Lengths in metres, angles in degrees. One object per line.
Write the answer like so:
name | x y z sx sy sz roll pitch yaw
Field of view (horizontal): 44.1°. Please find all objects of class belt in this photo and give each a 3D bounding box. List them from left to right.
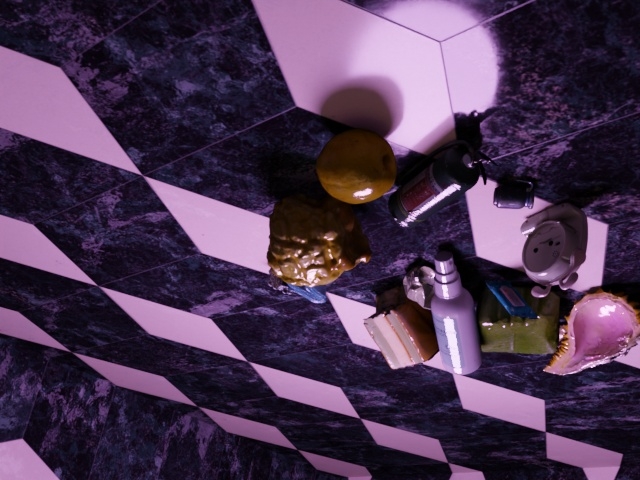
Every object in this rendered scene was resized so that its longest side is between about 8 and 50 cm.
belt | -0.054 0.125 2.185 0.100 0.065 0.179 -21 139 28

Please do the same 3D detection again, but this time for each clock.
clock | 0.497 0.024 1.691 0.062 0.191 0.151 25 147 -27

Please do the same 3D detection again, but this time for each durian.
durian | 0.731 0.237 2.051 0.195 0.186 0.305 -4 147 -44

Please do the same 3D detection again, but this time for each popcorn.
popcorn | 0.000 0.000 1.808 0.251 0.206 0.237 1 138 -9

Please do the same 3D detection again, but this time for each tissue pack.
tissue pack | 0.476 0.148 1.974 0.085 0.138 0.028 4 123 -28

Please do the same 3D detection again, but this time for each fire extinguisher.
fire extinguisher | 0.248 -0.122 1.611 0.093 0.118 0.294 -15 166 -34

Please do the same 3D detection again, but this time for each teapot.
teapot | 0.407 -0.098 1.661 0.083 0.064 0.049 3 -178 7

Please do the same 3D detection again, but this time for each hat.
hat | 0.286 0.115 2.067 0.166 0.081 0.122 7 115 -26

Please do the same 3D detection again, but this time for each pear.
pear | 0.072 -0.148 1.569 0.162 0.149 0.149 -1 151 39

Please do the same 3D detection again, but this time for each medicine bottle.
medicine bottle | 0.340 0.182 2.021 0.110 0.110 0.352 -2 124 21

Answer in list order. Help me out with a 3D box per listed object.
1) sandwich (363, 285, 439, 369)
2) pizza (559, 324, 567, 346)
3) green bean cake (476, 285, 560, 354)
sandwich | 0.256 0.209 2.200 0.155 0.227 0.198 -24 101 48
pizza | 0.604 0.290 2.270 0.226 0.069 0.147 0 148 18
green bean cake | 0.525 0.213 2.103 0.222 0.125 0.248 1 153 13
